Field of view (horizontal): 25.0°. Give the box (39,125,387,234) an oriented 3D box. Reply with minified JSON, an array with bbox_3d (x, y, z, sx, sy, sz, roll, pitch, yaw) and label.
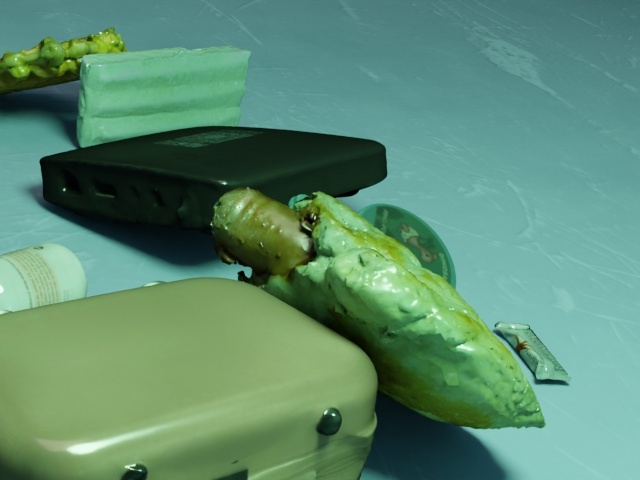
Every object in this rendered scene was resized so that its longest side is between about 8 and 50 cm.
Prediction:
[{"bbox_3d":[-0.113,-0.074,1.540,0.290,0.073,0.289,8,17,39],"label":"box"}]

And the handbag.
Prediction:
[{"bbox_3d":[-0.140,0.121,1.041,0.302,0.149,0.283,-13,33,-37],"label":"handbag"}]

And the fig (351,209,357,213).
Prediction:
[{"bbox_3d":[0.000,0.000,1.473,0.084,0.082,0.098,-44,25,-26],"label":"fig"}]

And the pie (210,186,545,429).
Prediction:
[{"bbox_3d":[0.051,0.070,1.151,0.274,0.257,0.105,24,69,45],"label":"pie"}]

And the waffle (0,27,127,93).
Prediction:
[{"bbox_3d":[-0.361,-0.211,1.755,0.237,0.059,0.243,-9,7,20],"label":"waffle"}]

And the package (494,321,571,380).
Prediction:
[{"bbox_3d":[0.200,0.104,1.362,0.037,0.015,0.110,0,23,-17],"label":"package"}]

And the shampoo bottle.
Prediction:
[{"bbox_3d":[-0.290,0.056,1.232,0.074,0.074,0.192,25,30,34],"label":"shampoo bottle"}]

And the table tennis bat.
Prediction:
[{"bbox_3d":[0.052,0.005,1.420,0.201,0.033,0.124,25,44,-26],"label":"table tennis bat"}]

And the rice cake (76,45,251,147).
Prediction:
[{"bbox_3d":[-0.190,-0.178,1.749,0.237,0.127,0.043,-13,37,-40],"label":"rice cake"}]
